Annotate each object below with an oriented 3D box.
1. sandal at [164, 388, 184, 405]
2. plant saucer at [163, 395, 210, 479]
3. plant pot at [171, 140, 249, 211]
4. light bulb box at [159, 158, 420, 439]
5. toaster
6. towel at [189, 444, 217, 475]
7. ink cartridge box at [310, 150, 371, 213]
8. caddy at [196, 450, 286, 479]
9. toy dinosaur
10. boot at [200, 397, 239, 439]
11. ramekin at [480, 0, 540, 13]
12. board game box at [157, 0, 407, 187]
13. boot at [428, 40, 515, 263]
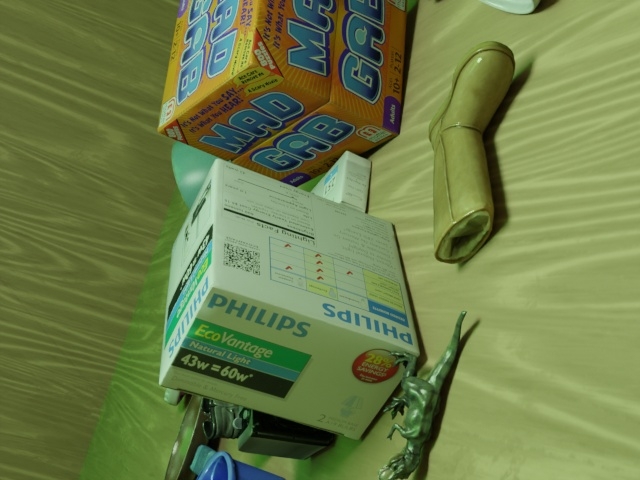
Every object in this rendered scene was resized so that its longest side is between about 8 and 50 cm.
[{"bbox_3d":[-0.317,0.295,2.458,0.416,0.102,0.169,113,180,-48],"label":"sandal"},{"bbox_3d":[-0.312,0.488,2.258,0.310,0.050,0.310,-160,90,-78],"label":"plant saucer"},{"bbox_3d":[-0.234,-0.172,2.490,0.195,0.290,0.290,-22,38,15],"label":"plant pot"},{"bbox_3d":[-0.058,0.094,1.568,0.361,0.358,0.225,-96,30,-54],"label":"light bulb box"},{"bbox_3d":[-0.059,0.291,1.671,0.110,0.186,0.168,132,143,-51],"label":"toaster"},{"bbox_3d":[-0.240,0.501,2.079,0.119,0.029,0.067,15,81,48],"label":"towel"},{"bbox_3d":[0.000,0.000,1.942,0.296,0.066,0.261,-47,28,48],"label":"ink cartridge box"},{"bbox_3d":[-0.186,0.561,1.713,0.241,0.179,0.341,-46,30,47],"label":"caddy"},{"bbox_3d":[0.140,0.222,1.368,0.118,0.064,0.268,14,82,63],"label":"toy dinosaur"},{"bbox_3d":[-0.159,0.311,1.912,0.083,0.161,0.246,-56,24,34],"label":"boot"},{"bbox_3d":[0.274,-0.459,1.476,0.109,0.207,0.207,-60,20,1],"label":"ramekin"},{"bbox_3d":[-0.074,-0.375,1.939,0.356,0.356,0.356,-24,54,49],"label":"board game box"},{"bbox_3d":[0.237,-0.134,1.428,0.236,0.089,0.269,113,165,-47],"label":"boot"}]
